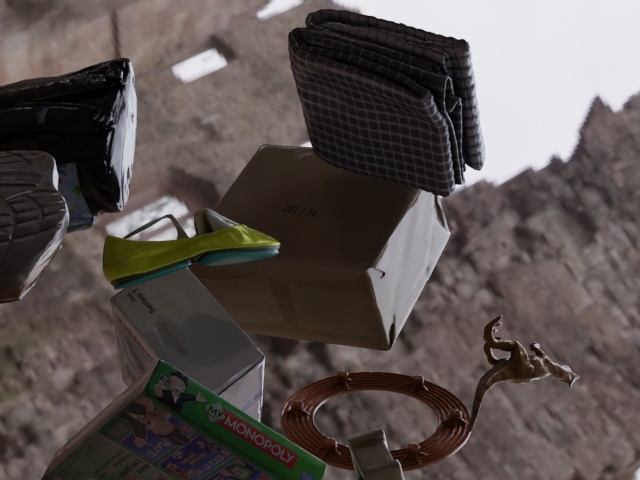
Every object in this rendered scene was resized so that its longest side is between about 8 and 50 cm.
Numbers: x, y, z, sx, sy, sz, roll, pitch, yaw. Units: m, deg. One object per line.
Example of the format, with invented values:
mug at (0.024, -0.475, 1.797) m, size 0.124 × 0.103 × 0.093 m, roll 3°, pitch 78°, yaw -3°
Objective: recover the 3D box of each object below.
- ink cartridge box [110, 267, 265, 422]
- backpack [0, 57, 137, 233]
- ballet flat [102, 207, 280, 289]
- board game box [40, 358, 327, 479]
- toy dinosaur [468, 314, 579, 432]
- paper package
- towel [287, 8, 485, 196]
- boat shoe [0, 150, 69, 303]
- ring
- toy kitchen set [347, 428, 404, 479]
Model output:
ink cartridge box at (-0.183, 0.179, 1.859) m, size 0.201 × 0.117 × 0.278 m, roll 47°, pitch -22°, yaw 19°
backpack at (-0.472, -0.128, 2.095) m, size 0.273 × 0.356 × 0.290 m, roll 91°, pitch -2°, yaw -46°
ballet flat at (-0.160, 0.002, 1.646) m, size 0.077 × 0.231 × 0.077 m, roll -29°, pitch -105°, yaw 65°
board game box at (-0.161, 0.259, 1.484) m, size 0.213 × 0.046 × 0.317 m, roll 34°, pitch -39°, yaw -14°
toy dinosaur at (0.227, 0.149, 1.576) m, size 0.112 × 0.211 × 0.064 m, roll 49°, pitch -50°, yaw 35°
paper package at (0.000, 0.000, 2.091) m, size 0.325 × 0.309 × 0.168 m, roll 6°, pitch -48°, yaw 26°
towel at (0.093, -0.197, 1.962) m, size 0.284 × 0.121 × 0.235 m, roll 21°, pitch -36°, yaw 31°
boat shoe at (-0.333, 0.001, 1.457) m, size 0.324 × 0.123 × 0.116 m, roll -103°, pitch -164°, yaw -67°
ring at (0.097, 0.304, 2.332) m, size 0.336 × 0.337 × 0.032 m, roll 28°, pitch -55°, yaw 47°
toy kitchen set at (0.003, 0.317, 1.402) m, size 0.166 × 0.207 × 0.122 m, roll -119°, pitch -166°, yaw -57°
